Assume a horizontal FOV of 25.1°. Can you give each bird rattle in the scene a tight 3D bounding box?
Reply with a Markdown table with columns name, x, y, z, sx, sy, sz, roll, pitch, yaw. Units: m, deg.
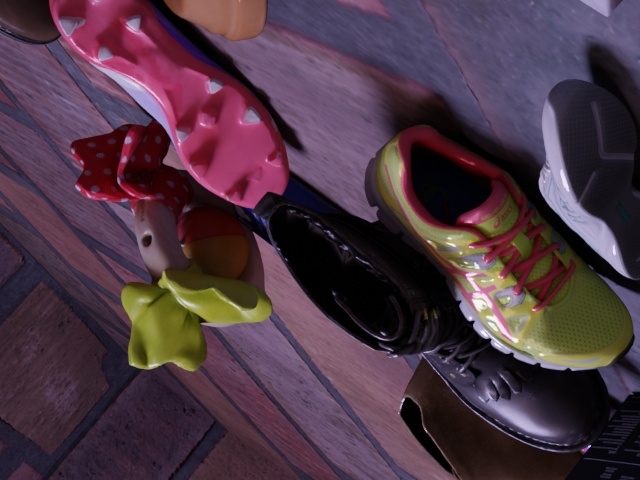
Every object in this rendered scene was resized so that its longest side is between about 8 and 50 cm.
| name | x | y | z | sx | sy | sz | roll | pitch | yaw |
| --- | --- | --- | --- | --- | --- | --- | --- | --- | --- |
| bird rattle | -0.137 | 0.001 | 1.401 | 0.207 | 0.143 | 0.253 | 13 | -133 | -58 |

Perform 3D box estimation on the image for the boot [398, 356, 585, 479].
| name | x | y | z | sx | sy | sz | roll | pitch | yaw |
| --- | --- | --- | --- | --- | --- | --- | --- | --- | --- |
| boot | 0.167 | 0.189 | 1.275 | 0.112 | 0.115 | 0.305 | 20 | 157 | 51 |

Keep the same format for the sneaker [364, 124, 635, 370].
| name | x | y | z | sx | sy | sz | roll | pitch | yaw |
| --- | --- | --- | --- | --- | --- | --- | --- | --- | --- |
| sneaker | 0.112 | 0.004 | 0.905 | 0.208 | 0.081 | 0.094 | 39 | 164 | 9 |

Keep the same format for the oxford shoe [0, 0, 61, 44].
| name | x | y | z | sx | sy | sz | roll | pitch | yaw |
| --- | --- | --- | --- | --- | --- | --- | --- | --- | --- |
| oxford shoe | -0.272 | -0.239 | 1.166 | 0.096 | 0.083 | 0.227 | 20 | 157 | 44 |

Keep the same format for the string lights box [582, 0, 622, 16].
| name | x | y | z | sx | sy | sz | roll | pitch | yaw |
| --- | --- | --- | --- | --- | --- | --- | --- | --- | --- |
| string lights box | 0.052 | -0.195 | 0.440 | 0.133 | 0.076 | 0.259 | 34 | 165 | 25 |

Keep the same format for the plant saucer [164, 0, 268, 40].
| name | x | y | z | sx | sy | sz | roll | pitch | yaw |
| --- | --- | --- | --- | --- | --- | --- | --- | --- | --- |
| plant saucer | -0.078 | -0.190 | 0.704 | 0.200 | 0.037 | 0.200 | 159 | 90 | -80 |

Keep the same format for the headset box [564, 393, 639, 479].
| name | x | y | z | sx | sy | sz | roll | pitch | yaw |
| --- | --- | --- | --- | --- | --- | --- | --- | --- | --- |
| headset box | 0.222 | 0.249 | 0.954 | 0.131 | 0.283 | 0.246 | 42 | 166 | -7 |

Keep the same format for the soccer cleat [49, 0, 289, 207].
| name | x | y | z | sx | sy | sz | roll | pitch | yaw |
| --- | --- | --- | --- | --- | --- | --- | --- | --- | --- |
| soccer cleat | -0.116 | -0.126 | 1.144 | 0.248 | 0.083 | 0.095 | 43 | -169 | -24 |

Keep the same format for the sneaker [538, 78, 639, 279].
| name | x | y | z | sx | sy | sz | roll | pitch | yaw |
| --- | --- | --- | --- | --- | --- | --- | --- | --- | --- |
| sneaker | 0.139 | -0.034 | 0.769 | 0.061 | 0.053 | 0.152 | 33 | 165 | 39 |

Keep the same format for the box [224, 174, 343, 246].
| name | x | y | z | sx | sy | sz | roll | pitch | yaw |
| --- | --- | --- | --- | --- | --- | --- | --- | --- | --- |
| box | 0.000 | 0.000 | 1.291 | 0.225 | 0.036 | 0.136 | 35 | 166 | 17 |

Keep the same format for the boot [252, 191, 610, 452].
| name | x | y | z | sx | sy | sz | roll | pitch | yaw |
| --- | --- | --- | --- | --- | --- | --- | --- | --- | --- |
| boot | 0.079 | 0.065 | 1.002 | 0.263 | 0.091 | 0.229 | 39 | -171 | 14 |

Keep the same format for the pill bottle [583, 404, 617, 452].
| name | x | y | z | sx | sy | sz | roll | pitch | yaw |
| --- | --- | --- | --- | --- | --- | --- | --- | --- | --- |
| pill bottle | 0.201 | 0.137 | 1.164 | 0.083 | 0.043 | 0.043 | 33 | 165 | 30 |
